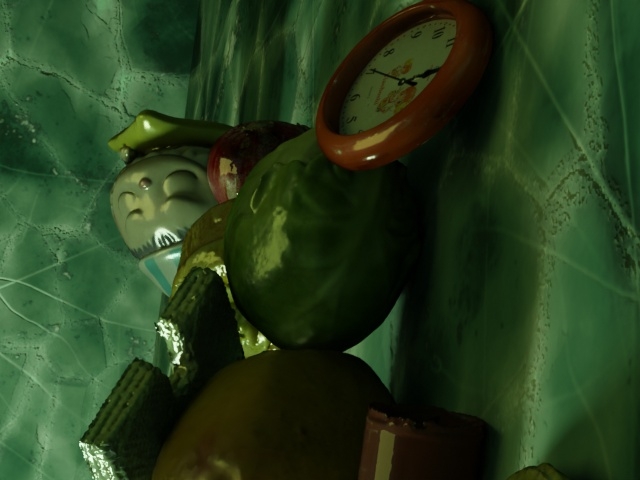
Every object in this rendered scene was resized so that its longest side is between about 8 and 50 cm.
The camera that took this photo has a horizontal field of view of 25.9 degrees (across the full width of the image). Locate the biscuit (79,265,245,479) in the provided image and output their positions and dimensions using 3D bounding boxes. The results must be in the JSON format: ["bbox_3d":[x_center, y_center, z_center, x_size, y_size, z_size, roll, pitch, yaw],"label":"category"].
[{"bbox_3d":[-0.155,0.155,1.415,0.147,0.046,0.250,80,-148,-43],"label":"biscuit"}]

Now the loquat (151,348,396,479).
[{"bbox_3d":[-0.039,0.239,1.357,0.276,0.276,0.284,115,163,-51],"label":"loquat"}]

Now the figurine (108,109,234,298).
[{"bbox_3d":[-0.240,0.009,2.332,0.361,0.266,0.377,124,151,-74],"label":"figurine"}]

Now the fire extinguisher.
[{"bbox_3d":[0.078,0.313,1.175,0.147,0.106,0.337,-172,88,-67],"label":"fire extinguisher"}]

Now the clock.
[{"bbox_3d":[0.080,-0.151,1.342,0.205,0.051,0.205,-32,34,25],"label":"clock"}]

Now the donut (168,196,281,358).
[{"bbox_3d":[-0.082,0.047,1.752,0.261,0.208,0.128,121,154,-49],"label":"donut"}]

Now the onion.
[{"bbox_3d":[-0.076,-0.070,1.923,0.159,0.159,0.195,-121,26,-69],"label":"onion"}]

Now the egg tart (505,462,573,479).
[{"bbox_3d":[0.120,0.298,0.981,0.290,0.115,0.290,-174,90,-75],"label":"egg tart"}]

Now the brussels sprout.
[{"bbox_3d":[0.000,0.000,1.458,0.244,0.244,0.244,-173,90,-77],"label":"brussels sprout"}]
